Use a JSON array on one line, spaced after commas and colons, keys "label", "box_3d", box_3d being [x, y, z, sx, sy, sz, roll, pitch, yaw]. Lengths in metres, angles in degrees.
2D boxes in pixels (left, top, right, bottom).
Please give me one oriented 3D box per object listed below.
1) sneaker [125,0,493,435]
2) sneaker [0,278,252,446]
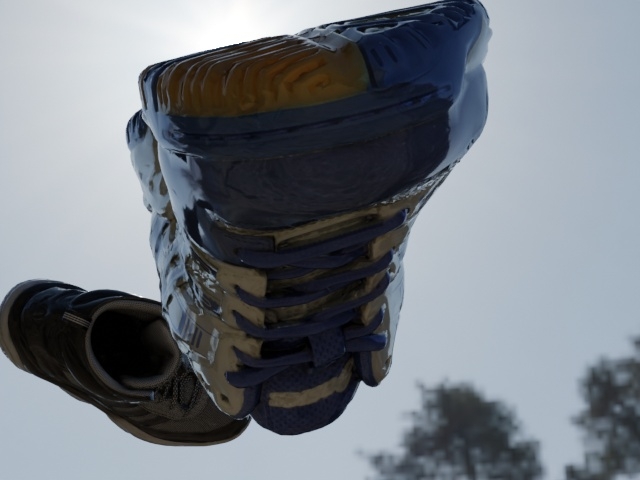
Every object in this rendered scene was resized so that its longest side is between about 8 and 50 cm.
[{"label": "sneaker", "box_3d": [0.000, 0.000, 0.572, 0.112, 0.131, 0.296, -10, -1, -7]}, {"label": "sneaker", "box_3d": [-0.144, 0.117, 1.478, 0.268, 0.101, 0.153, 29, -15, -31]}]
